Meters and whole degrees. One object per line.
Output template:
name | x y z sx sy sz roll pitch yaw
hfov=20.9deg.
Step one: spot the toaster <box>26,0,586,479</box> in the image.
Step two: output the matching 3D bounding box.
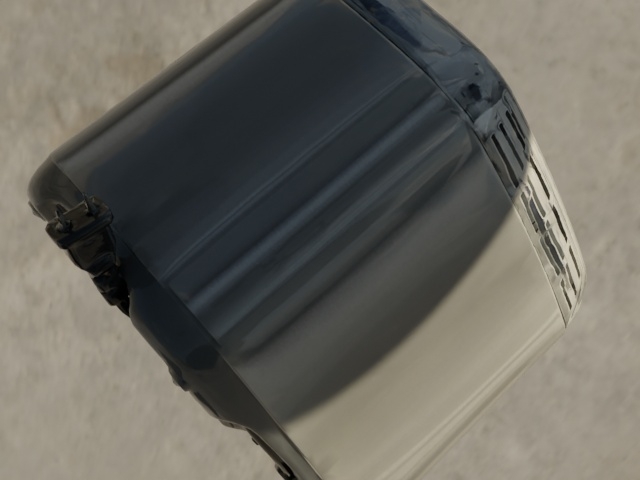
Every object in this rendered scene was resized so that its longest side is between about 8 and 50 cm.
toaster | 0.000 0.000 0.628 0.146 0.227 0.129 -41 52 -6
